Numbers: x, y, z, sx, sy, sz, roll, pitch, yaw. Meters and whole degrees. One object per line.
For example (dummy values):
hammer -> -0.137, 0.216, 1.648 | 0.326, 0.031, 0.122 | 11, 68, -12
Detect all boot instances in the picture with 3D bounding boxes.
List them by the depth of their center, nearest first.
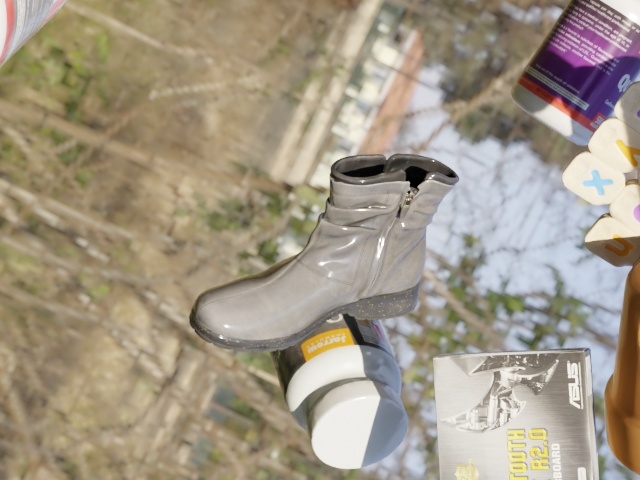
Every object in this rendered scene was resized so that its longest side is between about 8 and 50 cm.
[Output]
boot -> 0.000, 0.000, 1.752 | 0.338, 0.118, 0.223 | -15, 133, -34

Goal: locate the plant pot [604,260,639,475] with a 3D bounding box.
plant pot -> 0.460, 0.125, 1.638 | 0.291, 0.291, 0.203 | -77, 157, -68

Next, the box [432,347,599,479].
box -> 0.232, 0.244, 1.696 | 0.056, 0.183, 0.231 | -1, 87, -73

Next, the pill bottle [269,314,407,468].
pill bottle -> 0.019, 0.169, 1.980 | 0.162, 0.162, 0.278 | -61, -151, 27

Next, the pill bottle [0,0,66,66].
pill bottle -> -0.365, -0.289, 1.478 | 0.210, 0.210, 0.363 | -61, -176, 28

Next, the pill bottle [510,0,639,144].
pill bottle -> 0.501, -0.346, 2.621 | 0.323, 0.181, 0.181 | -57, -173, 10

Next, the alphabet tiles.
alphabet tiles -> 0.443, -0.060, 1.713 | 0.284, 0.278, 0.021 | -57, -178, 35
